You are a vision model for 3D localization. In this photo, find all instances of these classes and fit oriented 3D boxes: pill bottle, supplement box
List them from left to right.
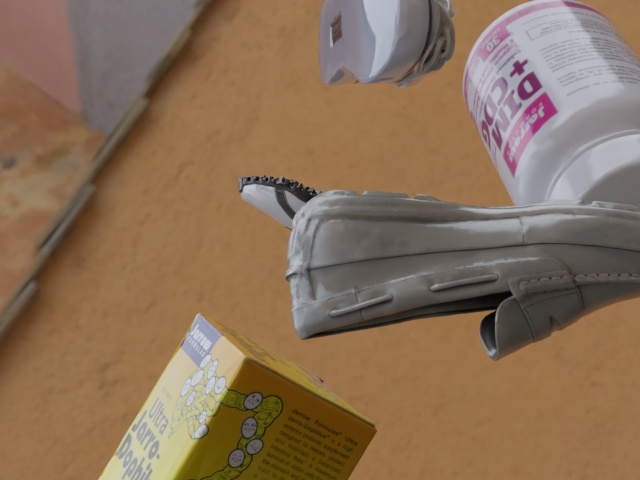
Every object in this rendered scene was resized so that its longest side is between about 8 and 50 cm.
[{"bbox_3d":[-0.131,0.299,1.521,0.356,0.195,0.194,-59,25,-1],"label":"supplement box"},{"bbox_3d":[0.231,-0.085,1.126,0.160,0.160,0.283,-62,23,27],"label":"pill bottle"}]

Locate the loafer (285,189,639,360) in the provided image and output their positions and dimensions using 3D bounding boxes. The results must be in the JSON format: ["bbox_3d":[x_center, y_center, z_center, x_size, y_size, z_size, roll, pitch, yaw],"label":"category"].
[{"bbox_3d":[0.135,0.031,0.912,0.112,0.320,0.111,71,-158,-77],"label":"loafer"}]

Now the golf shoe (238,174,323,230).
[{"bbox_3d":[0.000,0.000,1.245,0.093,0.198,0.077,-67,-14,3],"label":"golf shoe"}]

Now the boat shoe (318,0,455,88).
[{"bbox_3d":[0.057,-0.158,0.944,0.258,0.084,0.095,-142,51,-78],"label":"boat shoe"}]
